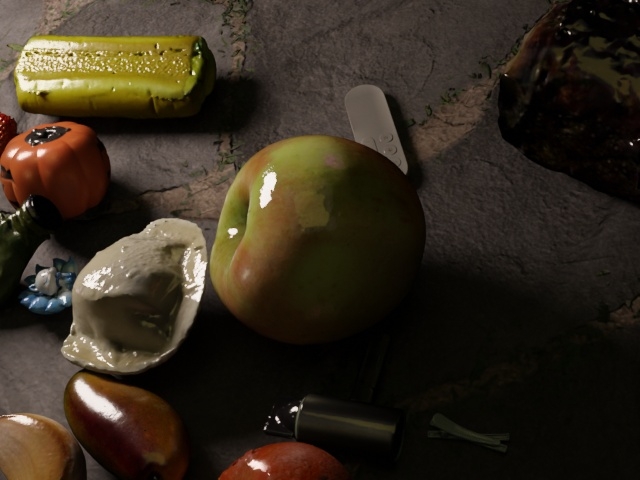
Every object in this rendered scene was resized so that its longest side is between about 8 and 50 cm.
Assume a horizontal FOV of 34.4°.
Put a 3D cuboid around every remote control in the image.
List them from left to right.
[{"bbox_3d":[0.097,-0.184,1.821,0.077,0.022,0.245,-13,53,-1],"label":"remote control"}]

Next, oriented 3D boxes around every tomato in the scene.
[{"bbox_3d":[-0.040,0.368,1.339,0.208,0.184,0.208,-26,50,36],"label":"tomato"}]

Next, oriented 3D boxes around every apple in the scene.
[{"bbox_3d":[0.000,0.000,1.535,0.277,0.319,0.319,14,49,-23],"label":"apple"}]

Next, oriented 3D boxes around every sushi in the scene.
[{"bbox_3d":[0.471,-0.240,1.635,0.294,0.281,0.299,28,77,27],"label":"sushi"}]

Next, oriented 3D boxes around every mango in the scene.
[{"bbox_3d":[-0.276,0.272,1.496,0.133,0.111,0.267,-34,46,-28],"label":"mango"}]

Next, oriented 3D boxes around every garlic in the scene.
[{"bbox_3d":[-0.406,0.320,1.482,0.206,0.115,0.128,38,75,26],"label":"garlic"}]

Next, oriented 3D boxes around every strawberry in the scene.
[{"bbox_3d":[-0.605,-0.199,1.936,0.073,0.073,0.083,1,70,11],"label":"strawberry"}]

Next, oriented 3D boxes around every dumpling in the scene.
[{"bbox_3d":[-0.270,0.082,1.579,0.226,0.175,0.243,12,91,39],"label":"dumpling"}]

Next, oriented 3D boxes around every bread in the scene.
[{"bbox_3d":[-0.383,-0.300,1.935,0.383,0.112,0.166,1,64,8],"label":"bread"}]

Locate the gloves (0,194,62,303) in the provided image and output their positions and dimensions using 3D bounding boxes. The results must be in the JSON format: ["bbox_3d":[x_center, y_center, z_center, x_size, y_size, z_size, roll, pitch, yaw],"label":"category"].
[{"bbox_3d":[-0.540,0.030,1.709,0.268,0.107,0.135,-36,80,5],"label":"gloves"}]

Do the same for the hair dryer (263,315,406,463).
[{"bbox_3d":[0.045,0.203,1.529,0.195,0.078,0.248,8,47,17],"label":"hair dryer"}]

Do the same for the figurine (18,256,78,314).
[{"bbox_3d":[-0.448,0.078,1.693,0.114,0.079,0.114,-5,58,9],"label":"figurine"}]

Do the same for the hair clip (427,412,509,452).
[{"bbox_3d":[0.208,0.272,1.457,0.115,0.039,0.030,11,62,15],"label":"hair clip"}]

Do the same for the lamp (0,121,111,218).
[{"bbox_3d":[-0.455,-0.112,1.789,0.187,0.164,0.188,-9,28,5],"label":"lamp"}]
